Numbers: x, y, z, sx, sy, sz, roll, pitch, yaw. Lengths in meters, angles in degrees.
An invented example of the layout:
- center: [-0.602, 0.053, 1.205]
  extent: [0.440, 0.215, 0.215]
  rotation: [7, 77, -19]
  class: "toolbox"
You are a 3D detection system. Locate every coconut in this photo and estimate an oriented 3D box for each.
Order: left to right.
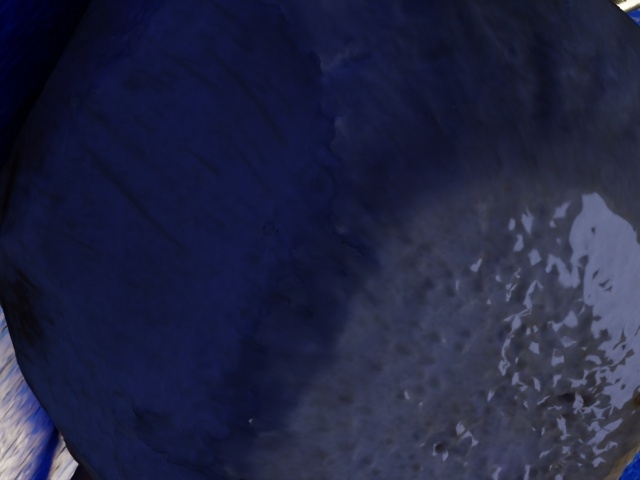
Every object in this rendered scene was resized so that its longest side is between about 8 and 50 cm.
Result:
- center: [0.000, 0.000, 0.981]
  extent: [0.415, 0.344, 0.415]
  rotation: [-37, -145, 32]
  class: "coconut"

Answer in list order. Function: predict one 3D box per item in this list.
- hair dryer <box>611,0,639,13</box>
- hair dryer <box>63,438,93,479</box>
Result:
- center: [0.098, -0.138, 1.268]
  extent: [0.320, 0.156, 0.284]
  rotation: [-42, 176, -23]
  class: "hair dryer"
- center: [-0.159, 0.174, 1.270]
  extent: [0.182, 0.064, 0.117]
  rotation: [-61, 171, 6]
  class: "hair dryer"
